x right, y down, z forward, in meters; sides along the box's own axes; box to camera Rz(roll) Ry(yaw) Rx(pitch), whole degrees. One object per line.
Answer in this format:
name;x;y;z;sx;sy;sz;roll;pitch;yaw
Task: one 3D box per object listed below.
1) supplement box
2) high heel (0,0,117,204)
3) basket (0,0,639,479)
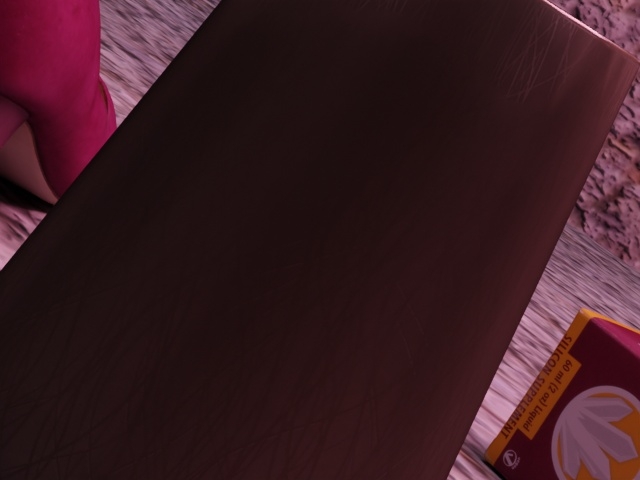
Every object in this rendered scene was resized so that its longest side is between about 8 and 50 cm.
supplement box;0.192;0.133;0.857;0.081;0.104;0.188;20;15;-46
high heel;-0.136;-0.111;0.823;0.127;0.181;0.377;31;11;-6
basket;0.000;0.000;0.578;0.204;0.227;0.154;27;11;-27
